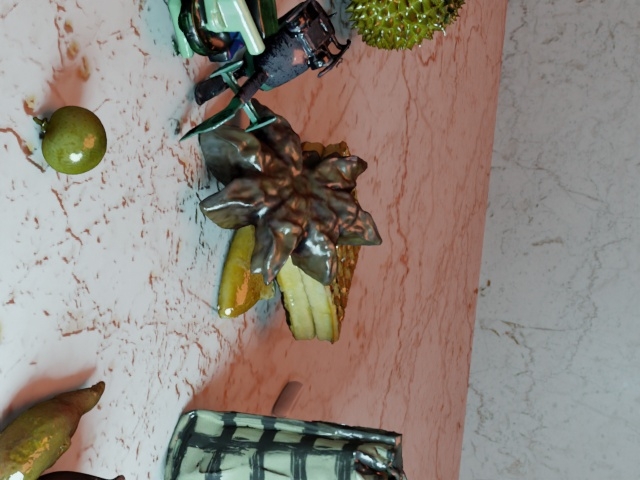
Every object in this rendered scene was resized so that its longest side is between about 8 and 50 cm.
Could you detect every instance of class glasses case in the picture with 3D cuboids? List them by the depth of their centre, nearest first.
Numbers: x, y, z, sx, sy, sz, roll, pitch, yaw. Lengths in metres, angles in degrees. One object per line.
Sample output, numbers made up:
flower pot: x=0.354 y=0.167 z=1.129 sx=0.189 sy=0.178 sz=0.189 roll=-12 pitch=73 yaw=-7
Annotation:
glasses case: x=-0.055 y=0.279 z=1.633 sx=0.083 sy=0.032 sz=0.021 roll=-59 pitch=150 yaw=-48

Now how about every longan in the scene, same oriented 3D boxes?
longan: x=-0.269 y=-0.109 z=0.993 sx=0.083 sy=0.075 sz=0.075 roll=24 pitch=68 yaw=-23

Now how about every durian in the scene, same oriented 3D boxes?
durian: x=0.147 y=-0.491 z=1.678 sx=0.258 sy=0.258 sz=0.293 roll=-8 pitch=92 yaw=-67

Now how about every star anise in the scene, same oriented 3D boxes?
star anise: x=-0.041 y=-0.073 z=1.347 sx=0.108 sy=0.315 sz=0.315 roll=-39 pitch=-155 yaw=54

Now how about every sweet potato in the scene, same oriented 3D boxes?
sweet potato: x=-0.292 y=0.200 z=1.005 sx=0.226 sy=0.068 sz=0.068 roll=-52 pitch=141 yaw=-59

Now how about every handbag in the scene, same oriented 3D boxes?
handbag: x=-0.019 y=0.370 z=1.368 sx=0.325 sy=0.327 sz=0.162 roll=63 pitch=35 yaw=-55

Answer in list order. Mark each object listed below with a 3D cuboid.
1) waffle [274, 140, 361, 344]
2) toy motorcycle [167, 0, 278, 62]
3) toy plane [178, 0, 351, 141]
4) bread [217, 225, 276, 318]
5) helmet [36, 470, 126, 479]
waffle: x=0.001 y=0.000 z=1.557 sx=0.308 sy=0.091 sz=0.213 roll=-74 pitch=158 yaw=-49
toy motorcycle: x=-0.142 y=-0.392 z=1.154 sx=0.196 sy=0.125 sz=0.331 roll=-47 pitch=133 yaw=-54
toy plane: x=-0.069 y=-0.252 z=1.323 sx=0.106 sy=0.155 sz=0.382 roll=56 pitch=36 yaw=-22
bread: x=-0.109 y=0.038 z=1.423 sx=0.154 sy=0.054 sz=0.136 roll=-30 pitch=120 yaw=-66
helmet: x=-0.283 y=0.302 z=0.978 sx=0.155 sy=0.106 sz=0.175 roll=-54 pitch=168 yaw=-51
